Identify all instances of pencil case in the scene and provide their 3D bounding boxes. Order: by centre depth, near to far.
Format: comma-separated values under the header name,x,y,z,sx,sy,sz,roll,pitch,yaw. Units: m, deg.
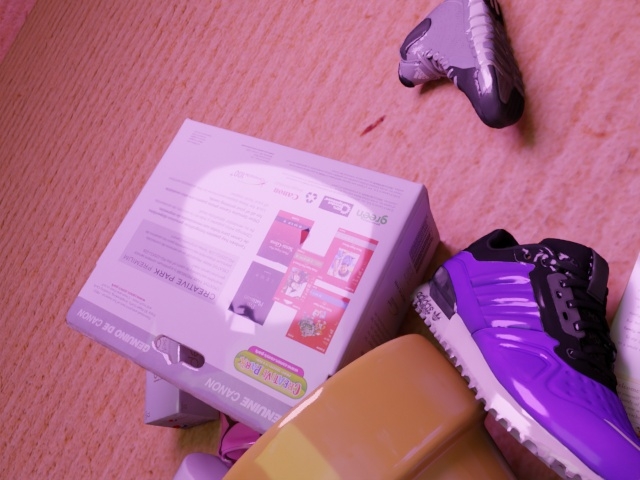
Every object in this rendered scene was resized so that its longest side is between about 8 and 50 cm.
name,x,y,z,sx,sy,sz,roll,pitch,yaw
pencil case,-0.087,0.164,0.692,0.098,0.095,0.210,-9,57,-3

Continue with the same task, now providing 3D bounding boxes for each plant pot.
name,x,y,z,sx,sy,sz,roll,pitch,yaw
plant pot,0.071,0.243,0.442,0.239,0.254,0.254,45,101,25

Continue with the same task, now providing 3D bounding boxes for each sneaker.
name,x,y,z,sx,sy,sz,roll,pitch,yaw
sneaker,0.183,0.070,0.463,0.146,0.102,0.293,-45,28,8
sneaker,0.154,-0.196,0.676,0.132,0.086,0.229,-25,46,34

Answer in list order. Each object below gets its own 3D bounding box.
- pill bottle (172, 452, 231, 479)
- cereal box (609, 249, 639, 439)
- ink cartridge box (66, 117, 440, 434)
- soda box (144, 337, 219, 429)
name,x,y,z,sx,sy,sz,roll,pitch,yaw
pill bottle,-0.160,0.368,0.625,0.136,0.136,0.246,26,87,43
cereal box,0.317,0.079,0.433,0.173,0.047,0.240,20,83,42
ink cartridge box,-0.071,0.041,0.627,0.309,0.130,0.272,20,73,26
soda box,-0.190,0.141,0.794,0.069,0.073,0.216,-25,57,28
